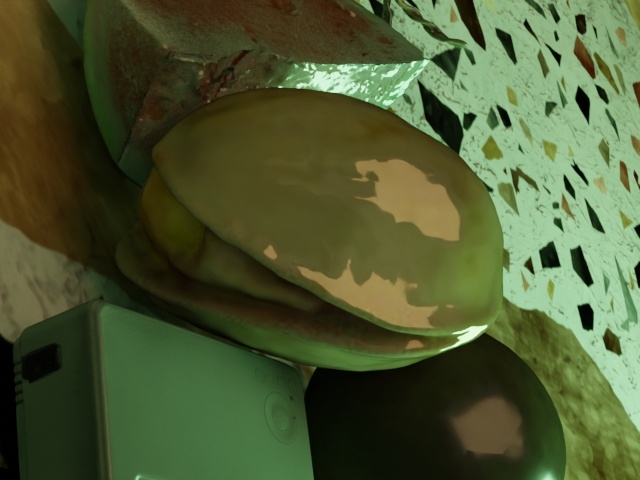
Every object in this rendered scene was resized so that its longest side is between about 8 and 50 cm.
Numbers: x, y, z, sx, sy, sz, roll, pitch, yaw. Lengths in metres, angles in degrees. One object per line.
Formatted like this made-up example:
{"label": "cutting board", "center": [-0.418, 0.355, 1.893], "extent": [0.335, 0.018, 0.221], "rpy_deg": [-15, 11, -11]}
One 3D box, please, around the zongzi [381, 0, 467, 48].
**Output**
{"label": "zongzi", "center": [-0.024, -0.393, 1.545], "extent": [0.467, 0.218, 0.500], "rpy_deg": [-20, 124, -53]}

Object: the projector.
{"label": "projector", "center": [-0.113, 0.170, 1.214], "extent": [0.256, 0.099, 0.192], "rpy_deg": [25, 49, -51]}

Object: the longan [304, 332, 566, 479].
{"label": "longan", "center": [0.096, 0.175, 1.443], "extent": [0.248, 0.248, 0.248], "rpy_deg": [37, 42, -42]}

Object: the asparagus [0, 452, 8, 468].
{"label": "asparagus", "center": [-0.263, 0.093, 1.105], "extent": [0.163, 0.016, 0.016], "rpy_deg": [58, 5, -17]}

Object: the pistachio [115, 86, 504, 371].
{"label": "pistachio", "center": [0.000, 0.000, 1.305], "extent": [0.308, 0.230, 0.230], "rpy_deg": [13, 54, -17]}

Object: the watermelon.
{"label": "watermelon", "center": [-0.061, -0.150, 1.407], "extent": [0.305, 0.180, 0.224], "rpy_deg": [-7, 97, -41]}
